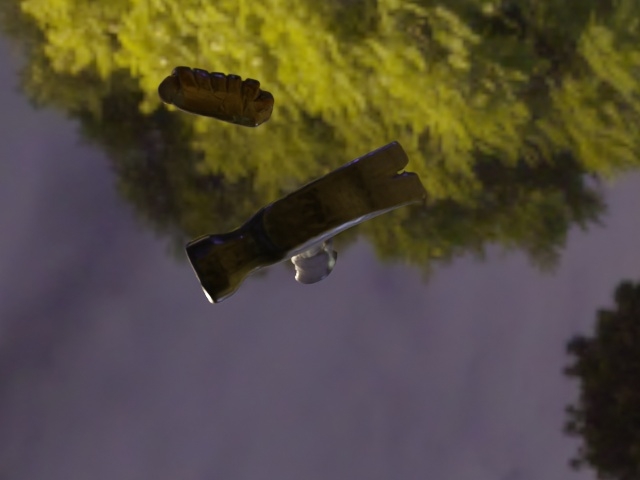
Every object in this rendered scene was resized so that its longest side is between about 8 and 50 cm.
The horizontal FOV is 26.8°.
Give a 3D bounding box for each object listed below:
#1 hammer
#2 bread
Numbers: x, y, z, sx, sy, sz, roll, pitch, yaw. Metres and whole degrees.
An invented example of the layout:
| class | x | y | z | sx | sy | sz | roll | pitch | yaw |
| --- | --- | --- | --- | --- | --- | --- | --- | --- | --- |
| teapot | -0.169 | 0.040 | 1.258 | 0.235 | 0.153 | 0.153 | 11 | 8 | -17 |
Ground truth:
| class | x | y | z | sx | sy | sz | roll | pitch | yaw |
| --- | --- | --- | --- | --- | --- | --- | --- | --- | --- |
| hammer | 0.000 | 0.000 | 0.666 | 0.029 | 0.103 | 0.246 | 62 | 180 | 6 |
| bread | -0.077 | -0.110 | 1.002 | 0.049 | 0.088 | 0.033 | -106 | 31 | -66 |
